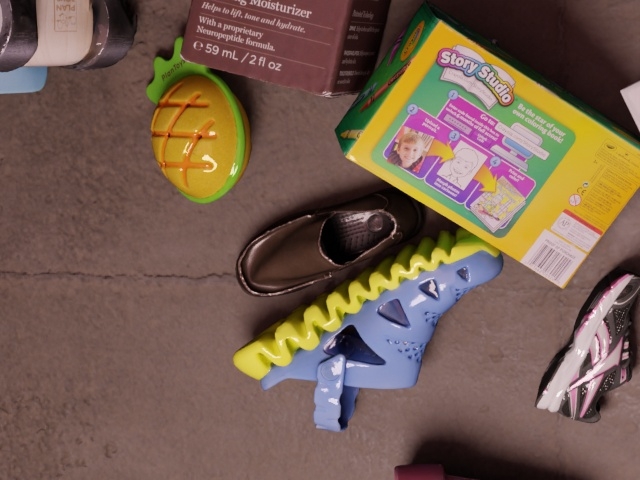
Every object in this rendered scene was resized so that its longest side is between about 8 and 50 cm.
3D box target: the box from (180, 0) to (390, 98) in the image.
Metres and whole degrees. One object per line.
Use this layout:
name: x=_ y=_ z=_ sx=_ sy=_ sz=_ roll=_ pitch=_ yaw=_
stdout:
box: x=-0.024 y=-0.264 z=1.774 sx=0.168 sy=0.167 sz=0.203 roll=15 pitch=100 yaw=14

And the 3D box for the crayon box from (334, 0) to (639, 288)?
crayon box: x=0.176 y=-0.094 z=1.726 sx=0.278 sy=0.081 sz=0.165 roll=31 pitch=105 yaw=-16

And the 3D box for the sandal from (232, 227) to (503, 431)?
sandal: x=0.067 y=0.097 z=1.825 sx=0.317 sy=0.126 sz=0.138 roll=-32 pitch=91 yaw=25

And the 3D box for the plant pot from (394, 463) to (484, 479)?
plant pot: x=0.168 y=0.330 z=1.790 sx=0.180 sy=0.201 sz=0.201 roll=-3 pitch=96 yaw=1

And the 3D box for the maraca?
maraca: x=-0.136 y=-0.130 z=1.862 sx=0.127 sy=0.099 sz=0.185 roll=-34 pitch=67 yaw=35

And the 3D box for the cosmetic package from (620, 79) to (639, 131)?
cosmetic package: x=0.412 y=-0.121 z=1.674 sx=0.184 sy=0.151 sz=0.151 roll=-26 pitch=88 yaw=17

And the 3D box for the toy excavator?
toy excavator: x=-0.445 y=-0.233 z=1.904 sx=0.445 sy=0.222 sz=0.433 roll=3 pitch=98 yaw=30

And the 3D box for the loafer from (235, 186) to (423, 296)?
loafer: x=0.000 y=0.000 z=1.845 sx=0.220 sy=0.078 sz=0.080 roll=-25 pitch=89 yaw=17

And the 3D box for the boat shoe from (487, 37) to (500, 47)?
boat shoe: x=0.140 y=-0.126 z=1.797 sx=0.066 sy=0.066 sz=0.183 roll=17 pitch=101 yaw=15

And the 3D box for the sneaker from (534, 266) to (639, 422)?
sneaker: x=0.295 y=0.111 z=1.789 sx=0.077 sy=0.072 sz=0.178 roll=27 pitch=112 yaw=-1
